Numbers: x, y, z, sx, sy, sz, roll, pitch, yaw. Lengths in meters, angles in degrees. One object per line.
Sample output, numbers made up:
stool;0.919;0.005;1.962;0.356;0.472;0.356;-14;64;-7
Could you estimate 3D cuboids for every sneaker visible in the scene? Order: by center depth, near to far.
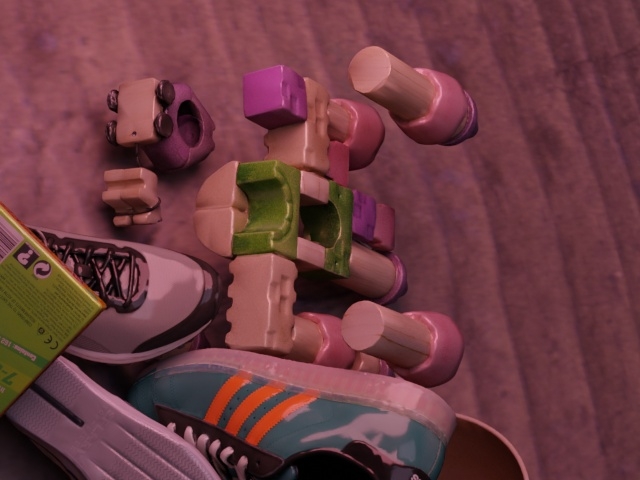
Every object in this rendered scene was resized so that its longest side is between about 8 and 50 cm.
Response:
sneaker;-0.045;0.169;1.568;0.121;0.302;0.108;-64;143;-35
sneaker;-0.160;0.179;1.582;0.258;0.091;0.094;43;86;9
sneaker;-0.216;0.037;1.585;0.271;0.108;0.100;4;66;-2

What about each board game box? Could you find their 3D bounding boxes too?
board game box;-0.303;0.103;1.521;0.124;0.039;0.259;44;90;3

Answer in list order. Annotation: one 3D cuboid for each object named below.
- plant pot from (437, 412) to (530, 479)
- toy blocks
plant pot;0.068;0.307;1.586;0.284;0.284;0.191;-53;131;-35
toy blocks;0.000;0.000;1.730;0.260;0.309;0.289;23;65;-56
